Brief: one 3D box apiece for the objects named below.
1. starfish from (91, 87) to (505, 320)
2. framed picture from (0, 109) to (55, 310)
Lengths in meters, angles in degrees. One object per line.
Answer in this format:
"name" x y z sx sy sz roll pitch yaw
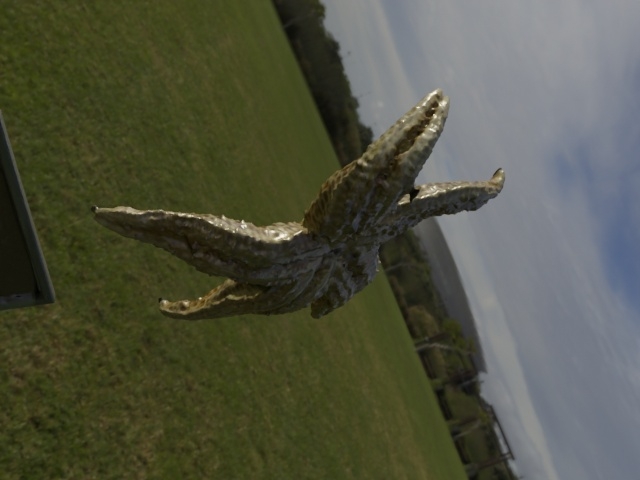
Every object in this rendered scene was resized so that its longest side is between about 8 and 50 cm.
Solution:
"starfish" 0.000 0.000 0.444 0.062 0.277 0.236 65 -31 24
"framed picture" -0.209 -0.002 0.313 0.011 0.149 0.109 -112 -161 -49
